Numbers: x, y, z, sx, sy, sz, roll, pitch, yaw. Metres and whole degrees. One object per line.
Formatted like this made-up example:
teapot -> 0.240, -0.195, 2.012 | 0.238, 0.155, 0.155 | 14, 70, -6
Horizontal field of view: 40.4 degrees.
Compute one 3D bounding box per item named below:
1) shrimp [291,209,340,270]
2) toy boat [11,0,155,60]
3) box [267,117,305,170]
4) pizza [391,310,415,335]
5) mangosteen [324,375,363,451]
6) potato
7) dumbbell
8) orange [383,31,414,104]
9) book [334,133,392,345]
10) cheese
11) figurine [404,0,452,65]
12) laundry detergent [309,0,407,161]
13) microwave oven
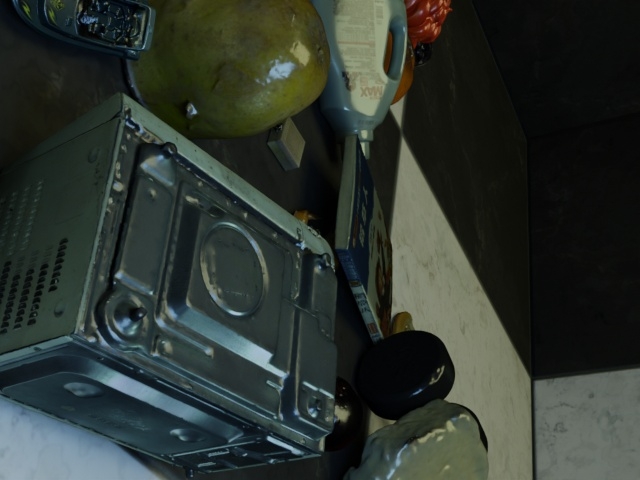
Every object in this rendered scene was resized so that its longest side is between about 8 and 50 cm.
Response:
shrimp -> 0.000, 0.000, 1.749 | 0.150, 0.068, 0.249 | 68, 24, -4
toy boat -> -0.316, -0.303, 1.162 | 0.246, 0.103, 0.092 | 1, 102, -60
box -> -0.068, -0.195, 1.720 | 0.083, 0.035, 0.079 | 57, 32, -38
pizza -> 0.226, 0.308, 2.130 | 0.262, 0.034, 0.181 | 67, 26, -24
mangosteen -> -0.002, 0.309, 1.530 | 0.152, 0.153, 0.152 | 39, 45, -54
potato -> -0.116, -0.332, 1.380 | 0.290, 0.296, 0.397 | 57, 33, -42
dumbbell -> 0.226, 0.371, 1.897 | 0.322, 0.204, 0.203 | 62, 29, -33
orange -> 0.146, -0.437, 2.131 | 0.224, 0.170, 0.223 | 37, 47, -53
book -> 0.102, 0.019, 1.888 | 0.428, 0.039, 0.299 | 67, 24, -52
cheese -> 0.193, 0.467, 1.706 | 0.318, 0.115, 0.326 | 25, 86, -36
figurine -> 0.260, -0.653, 2.458 | 0.412, 0.241, 0.306 | 49, 57, -78
laundry detergent -> 0.084, -0.377, 1.949 | 0.264, 0.125, 0.397 | -4, 91, -30
microwave oven -> -0.175, 0.070, 1.040 | 0.394, 0.247, 0.332 | 36, 45, -42
